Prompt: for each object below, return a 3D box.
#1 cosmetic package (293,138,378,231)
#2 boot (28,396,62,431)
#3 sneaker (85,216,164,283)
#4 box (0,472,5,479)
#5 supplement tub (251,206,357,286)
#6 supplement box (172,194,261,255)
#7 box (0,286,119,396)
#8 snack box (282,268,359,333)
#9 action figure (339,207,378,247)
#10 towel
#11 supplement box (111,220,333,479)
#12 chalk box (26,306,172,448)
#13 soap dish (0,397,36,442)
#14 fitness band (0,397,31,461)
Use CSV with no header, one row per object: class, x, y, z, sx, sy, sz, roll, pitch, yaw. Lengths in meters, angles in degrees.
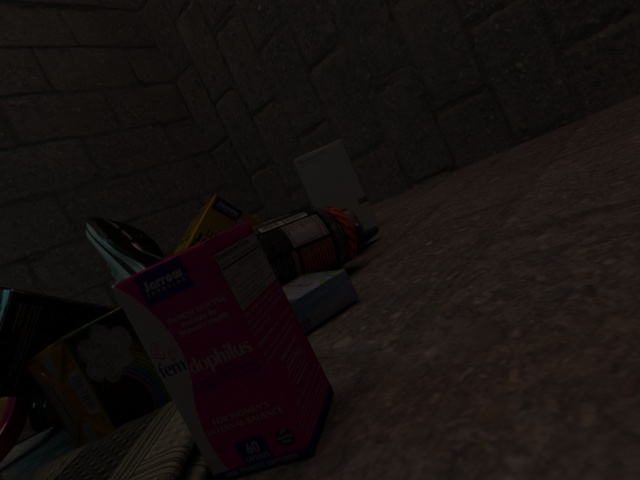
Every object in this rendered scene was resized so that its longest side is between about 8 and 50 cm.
cosmetic package,0.059,-0.188,1.689,0.217,0.386,0.156,-26,5,-2
boot,-0.594,0.367,1.041,0.115,0.113,0.305,-10,9,-9
sneaker,-0.513,0.136,1.094,0.258,0.447,0.169,-59,-23,9
box,-0.539,0.389,0.491,0.113,0.094,0.275,-23,6,35
supplement tub,-0.084,0.040,1.048,0.337,0.207,0.207,-22,3,-31
supplement box,-0.363,0.067,1.335,0.195,0.194,0.357,-18,45,57
box,-0.562,0.204,0.840,0.295,0.183,0.294,0,-16,31
snack box,-0.050,0.130,0.831,0.174,0.070,0.207,-29,7,-25
action figure,0.000,0.000,1.336,0.341,0.179,0.330,-28,-4,-39
towel,-0.251,0.290,0.422,0.311,0.056,0.324,-28,7,5
supplement box,-0.089,0.107,0.426,0.111,0.220,0.114,-24,5,16
chalk box,-0.316,0.200,0.752,0.179,0.181,0.289,-28,2,35
soap dish,-0.775,0.429,1.084,0.228,0.118,0.291,-26,7,-6
fitness band,-0.737,0.393,0.889,0.208,0.054,0.291,-26,37,-11
